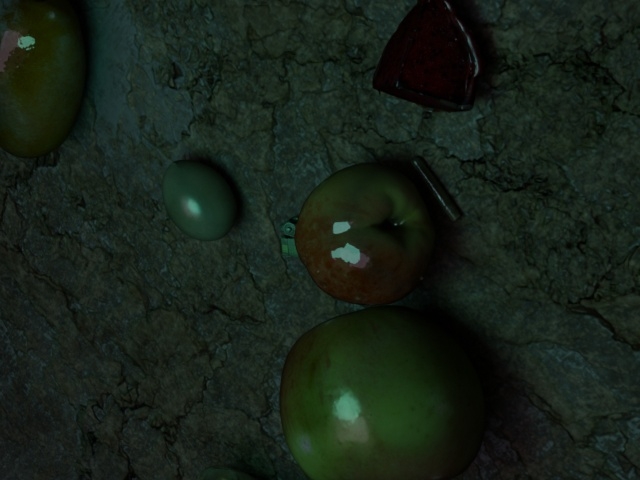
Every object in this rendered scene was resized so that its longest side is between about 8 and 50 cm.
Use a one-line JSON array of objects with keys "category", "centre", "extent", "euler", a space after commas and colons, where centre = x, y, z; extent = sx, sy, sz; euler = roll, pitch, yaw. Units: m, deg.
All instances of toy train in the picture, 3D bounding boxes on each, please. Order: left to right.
[{"category": "toy train", "centre": [0.000, 0.000, 1.941], "extent": [0.148, 0.038, 0.071], "euler": [7, 118, 32]}]

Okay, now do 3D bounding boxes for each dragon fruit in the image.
[{"category": "dragon fruit", "centre": [0.160, -0.266, 1.683], "extent": [0.127, 0.121, 0.161], "euler": [-144, 70, -68]}]

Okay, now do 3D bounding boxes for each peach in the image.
[{"category": "peach", "centre": [0.061, -0.005, 1.803], "extent": [0.233, 0.232, 0.232], "euler": [15, 120, 29]}]

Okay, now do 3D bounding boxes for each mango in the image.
[{"category": "mango", "centre": [-0.518, -0.286, 2.068], "extent": [0.221, 0.199, 0.384], "euler": [34, 140, 10]}]

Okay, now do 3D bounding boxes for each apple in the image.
[{"category": "apple", "centre": [0.092, 0.245, 1.827], "extent": [0.319, 0.319, 0.277], "euler": [-17, 76, 39]}]

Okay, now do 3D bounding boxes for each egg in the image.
[{"category": "egg", "centre": [-0.207, -0.069, 2.001], "extent": [0.114, 0.114, 0.152], "euler": [-34, 92, 40]}]

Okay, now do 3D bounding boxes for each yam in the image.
[{"category": "yam", "centre": [0.174, -0.078, 1.791], "extent": [0.021, 0.021, 0.116], "euler": [-35, 90, 40]}]

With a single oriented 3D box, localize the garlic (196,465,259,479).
[{"category": "garlic", "centre": [-0.112, 0.568, 2.187], "extent": [0.286, 0.249, 0.313], "euler": [-2, 91, 53]}]
